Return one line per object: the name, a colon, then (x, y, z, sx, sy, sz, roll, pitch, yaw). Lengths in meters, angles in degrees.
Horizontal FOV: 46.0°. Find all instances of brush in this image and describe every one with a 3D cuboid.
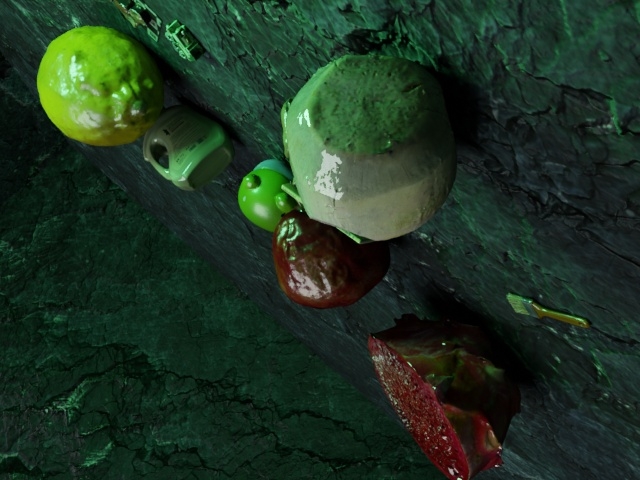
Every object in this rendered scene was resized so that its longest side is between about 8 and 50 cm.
brush: (0.372, 0.117, 1.234, 0.043, 0.014, 0.170, 52, 162, -26)

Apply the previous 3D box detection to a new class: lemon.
lemon: (-0.493, -0.342, 1.704, 0.285, 0.285, 0.316, 60, -168, -49)

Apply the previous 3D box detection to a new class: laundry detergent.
laundry detergent: (-0.328, -0.233, 1.778, 0.253, 0.181, 0.091, 41, 172, 34)

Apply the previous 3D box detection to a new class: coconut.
coconut: (0.066, -0.116, 0.977, 0.227, 0.227, 0.230, 38, 165, 19)

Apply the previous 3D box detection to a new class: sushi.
sushi: (-0.413, -0.491, 1.543, 0.201, 0.031, 0.139, 45, 166, -8)

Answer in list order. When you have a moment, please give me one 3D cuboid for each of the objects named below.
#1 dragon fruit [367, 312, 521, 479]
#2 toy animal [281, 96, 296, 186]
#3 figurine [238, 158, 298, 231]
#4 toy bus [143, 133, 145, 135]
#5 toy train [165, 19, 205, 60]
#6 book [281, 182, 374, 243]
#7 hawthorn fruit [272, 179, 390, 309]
dragon fruit: (0.276, 0.305, 1.582, 0.371, 0.249, 0.386, 56, 165, 13)
toy animal: (-0.032, -0.182, 1.329, 0.101, 0.103, 0.218, 59, 173, 19)
figurine: (-0.093, -0.086, 1.666, 0.162, 0.143, 0.263, 36, 176, 10)
toy bus: (-0.506, -0.385, 1.972, 0.235, 0.096, 0.073, 48, 162, -25)
toy train: (-0.262, -0.383, 1.450, 0.053, 0.033, 0.083, 16, 149, 51)
book: (0.045, -0.057, 1.394, 0.192, 0.013, 0.168, 37, -155, 25)
hawthorn fruit: (0.000, 0.000, 1.495, 0.266, 0.230, 0.210, 60, -170, -9)
